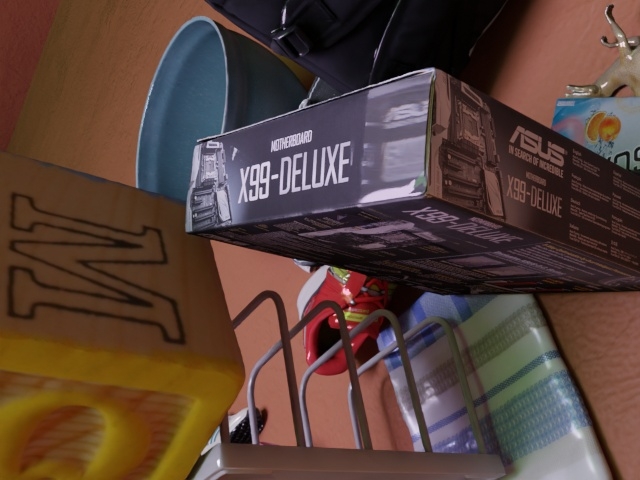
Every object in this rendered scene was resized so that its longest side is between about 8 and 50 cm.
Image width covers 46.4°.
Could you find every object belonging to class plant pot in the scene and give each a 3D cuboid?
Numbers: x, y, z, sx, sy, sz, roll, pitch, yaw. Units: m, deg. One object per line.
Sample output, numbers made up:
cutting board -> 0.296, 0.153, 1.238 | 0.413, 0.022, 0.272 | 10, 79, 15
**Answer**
plant pot -> -0.108, -0.132, 1.024 | 0.293, 0.196, 0.293 | -21, 65, 54

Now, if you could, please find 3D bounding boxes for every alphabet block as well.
alphabet block -> -0.190, 0.078, 0.549 | 0.192, 0.193, 0.197 | -61, 32, 26

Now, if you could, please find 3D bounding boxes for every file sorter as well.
file sorter -> -0.018, 0.160, 0.682 | 0.193, 0.277, 0.173 | -45, 45, 41

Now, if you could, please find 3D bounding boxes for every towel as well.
towel -> 0.151, 0.162, 0.709 | 0.209, 0.034, 0.285 | -47, 46, 40

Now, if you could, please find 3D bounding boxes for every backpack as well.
backpack -> 0.086, -0.335, 0.719 | 0.356, 0.290, 0.273 | -53, 27, 26

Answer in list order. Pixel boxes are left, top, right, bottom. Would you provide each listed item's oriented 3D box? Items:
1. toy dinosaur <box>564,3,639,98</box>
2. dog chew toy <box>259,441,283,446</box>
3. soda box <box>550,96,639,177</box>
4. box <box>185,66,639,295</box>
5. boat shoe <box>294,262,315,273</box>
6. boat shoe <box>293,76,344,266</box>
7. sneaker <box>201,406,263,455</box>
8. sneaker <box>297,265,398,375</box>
toy dinosaur -> 0.275, -0.151, 0.593 | 0.183, 0.053, 0.093 | 4, 101, 64
dog chew toy -> -0.094, 0.409, 0.883 | 0.206, 0.206, 0.332 | -2, 73, 57
soda box -> 0.263, -0.075, 0.565 | 0.183, 0.062, 0.058 | 14, 94, 57
box -> 0.090, -0.018, 0.568 | 0.242, 0.307, 0.077 | -7, 73, 49
boat shoe -> 0.000, 0.000, 0.983 | 0.035, 0.035, 0.100 | 39, 114, 23
boat shoe -> 0.012, -0.119, 0.890 | 0.113, 0.105, 0.307 | 18, 99, 30
sneaker -> -0.141, 0.278, 1.102 | 0.161, 0.057, 0.075 | -57, 45, 36
sneaker -> 0.053, 0.045, 0.806 | 0.118, 0.107, 0.279 | -91, 18, -49
